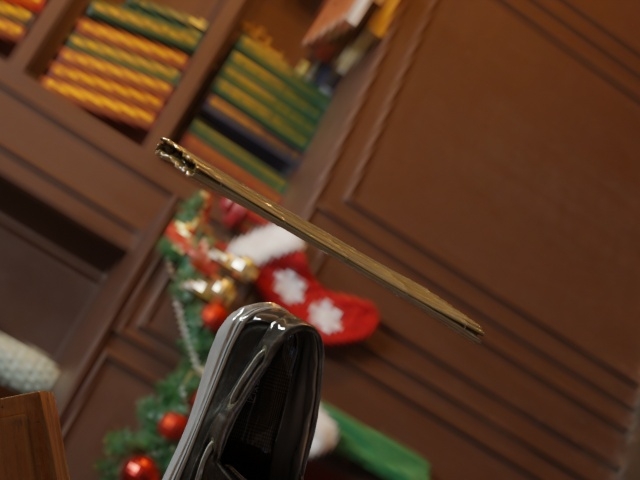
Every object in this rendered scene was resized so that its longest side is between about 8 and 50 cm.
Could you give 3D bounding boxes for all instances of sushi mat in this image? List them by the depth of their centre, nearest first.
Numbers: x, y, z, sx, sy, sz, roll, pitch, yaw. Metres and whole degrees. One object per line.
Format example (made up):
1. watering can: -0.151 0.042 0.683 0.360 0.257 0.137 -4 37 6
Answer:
1. sushi mat: 0.000 0.000 1.288 0.019 0.316 0.151 -59 21 2

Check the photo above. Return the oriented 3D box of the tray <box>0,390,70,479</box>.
1. tray: -0.288 0.346 1.167 0.076 0.203 0.411 89 170 -83

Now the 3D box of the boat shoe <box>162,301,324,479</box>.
1. boat shoe: -0.078 0.223 1.334 0.119 0.121 0.335 6 85 65
